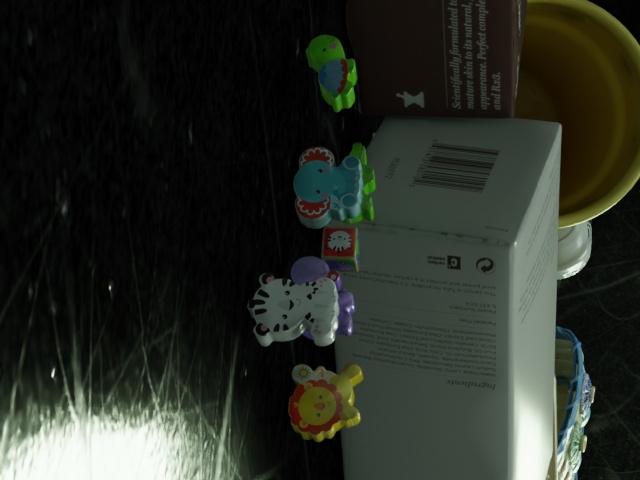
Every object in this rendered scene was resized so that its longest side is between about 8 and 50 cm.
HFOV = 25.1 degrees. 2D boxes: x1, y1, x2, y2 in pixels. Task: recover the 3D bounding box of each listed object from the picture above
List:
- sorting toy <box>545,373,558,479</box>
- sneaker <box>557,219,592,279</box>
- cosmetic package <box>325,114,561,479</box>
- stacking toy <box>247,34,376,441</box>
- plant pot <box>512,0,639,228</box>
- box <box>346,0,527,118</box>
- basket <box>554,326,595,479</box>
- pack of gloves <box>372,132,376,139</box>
[{"bbox_3d":[0.201,0.261,1.748,0.038,0.193,0.208,-176,-99,-66],"label":"sorting toy"},{"bbox_3d":[0.237,-0.137,1.804,0.210,0.137,0.365,57,15,-65],"label":"sneaker"},{"bbox_3d":[0.112,0.096,1.207,0.197,0.155,0.365,-59,152,-53],"label":"cosmetic package"},{"bbox_3d":[0.000,0.000,0.931,0.167,0.052,0.221,75,18,-63],"label":"stacking toy"},{"bbox_3d":[0.217,-0.134,1.604,0.239,0.254,0.254,165,-72,-84],"label":"plant pot"},{"bbox_3d":[0.115,-0.295,1.237,0.381,0.143,0.191,-75,164,-44],"label":"box"},{"bbox_3d":[0.244,0.203,1.901,0.289,0.201,0.254,42,52,-41],"label":"basket"},{"bbox_3d":[0.079,0.022,1.364,0.195,0.046,0.232,9,84,-80],"label":"pack of gloves"}]
